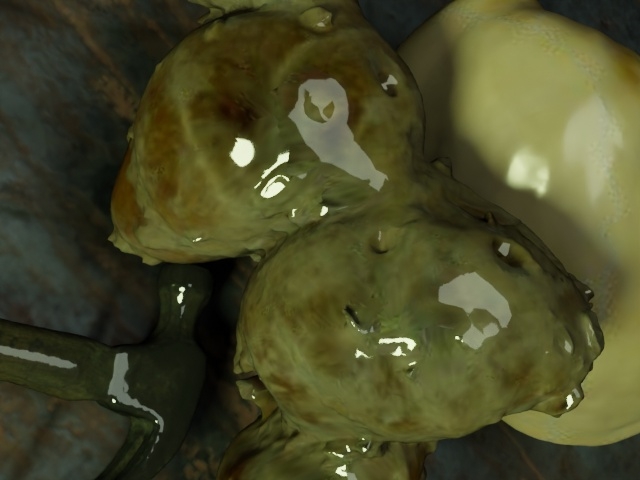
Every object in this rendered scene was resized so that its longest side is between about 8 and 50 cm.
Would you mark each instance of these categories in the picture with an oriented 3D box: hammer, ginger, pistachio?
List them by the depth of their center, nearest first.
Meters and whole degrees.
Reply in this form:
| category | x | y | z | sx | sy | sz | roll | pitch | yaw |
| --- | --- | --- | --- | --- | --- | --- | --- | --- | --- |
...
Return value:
| category | x | y | z | sx | sy | sz | roll | pitch | yaw |
| --- | --- | --- | --- | --- | --- | --- | --- | --- | --- |
| hammer | -0.263 | 0.034 | 0.649 | 0.439 | 0.044 | 0.168 | 20 | 71 | -28 |
| ginger | 0.000 | 0.000 | 0.676 | 0.375 | 0.256 | 0.176 | 68 | 19 | 3 |
| pistachio | 0.154 | -0.018 | 0.819 | 0.237 | 0.229 | 0.321 | -21 | 102 | 2 |
